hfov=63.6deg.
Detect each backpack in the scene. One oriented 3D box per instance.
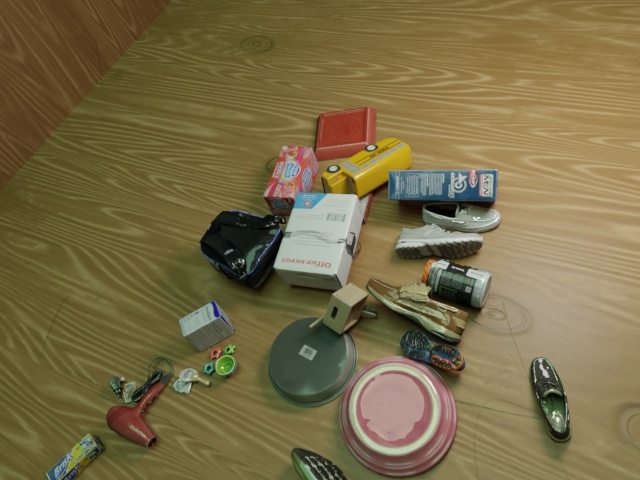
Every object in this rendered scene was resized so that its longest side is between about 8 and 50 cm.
[{"bbox_3d":[-0.276,0.021,1.816,0.263,0.213,0.277,25,61,21],"label":"backpack"}]

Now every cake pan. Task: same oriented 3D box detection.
[{"bbox_3d":[-0.033,0.362,1.601,0.293,0.054,0.293,-9,54,12],"label":"cake pan"}]

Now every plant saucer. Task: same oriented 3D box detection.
[{"bbox_3d":[0.208,0.473,1.430,0.331,0.084,0.332,-8,55,12],"label":"plant saucer"},{"bbox_3d":[0.097,-0.449,2.117,0.258,0.048,0.259,-5,56,15],"label":"plant saucer"}]

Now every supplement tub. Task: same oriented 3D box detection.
[{"bbox_3d":[0.414,0.127,1.578,0.190,0.117,0.117,17,64,26],"label":"supplement tub"}]

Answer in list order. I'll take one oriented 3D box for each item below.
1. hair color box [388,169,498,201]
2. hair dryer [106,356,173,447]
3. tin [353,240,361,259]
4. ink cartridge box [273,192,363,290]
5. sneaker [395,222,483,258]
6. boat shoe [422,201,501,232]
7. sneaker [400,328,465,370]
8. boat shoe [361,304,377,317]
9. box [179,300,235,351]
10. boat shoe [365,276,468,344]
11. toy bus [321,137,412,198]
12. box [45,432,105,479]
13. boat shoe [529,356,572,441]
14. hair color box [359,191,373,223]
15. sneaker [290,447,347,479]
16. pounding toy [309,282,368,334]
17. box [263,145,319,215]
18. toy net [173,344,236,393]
[{"bbox_3d":[0.417,-0.187,1.744,0.347,0.174,0.105,2,98,20],"label":"hair color box"},{"bbox_3d":[-0.578,0.523,1.649,0.223,0.080,0.294,-23,53,1],"label":"hair dryer"},{"bbox_3d":[0.048,0.025,1.817,0.189,0.040,0.106,-5,51,15],"label":"tin"},{"bbox_3d":[0.000,0.000,1.745,0.223,0.129,0.308,5,60,21],"label":"ink cartridge box"},{"bbox_3d":[0.387,-0.012,1.689,0.281,0.105,0.115,0,57,18],"label":"sneaker"},{"bbox_3d":[0.468,-0.085,1.725,0.258,0.084,0.095,-1,56,17],"label":"boat shoe"},{"bbox_3d":[0.323,0.329,1.497,0.221,0.087,0.083,22,77,47],"label":"sneaker"},{"bbox_3d":[0.120,0.215,1.657,0.137,0.049,0.043,9,58,28],"label":"boat shoe"},{"bbox_3d":[-0.377,0.287,1.717,0.137,0.126,0.072,-28,51,-3],"label":"box"},{"bbox_3d":[0.295,0.189,1.562,0.324,0.122,0.120,29,88,22],"label":"boat shoe"},{"bbox_3d":[0.167,-0.252,1.878,0.332,0.108,0.130,-32,45,-21],"label":"toy bus"},{"bbox_3d":[-0.765,0.690,1.611,0.169,0.054,0.059,-45,55,-13],"label":"box"},{"bbox_3d":[0.608,0.406,1.352,0.080,0.073,0.224,-9,55,12],"label":"boat shoe"},{"bbox_3d":[0.144,-0.132,1.887,0.071,0.043,0.141,6,58,21],"label":"hair color box"},{"bbox_3d":[0.008,0.719,1.303,0.182,0.158,0.410,-46,49,6],"label":"sneaker"},{"bbox_3d":[0.056,0.216,1.582,0.100,0.141,0.130,31,29,23],"label":"pounding toy"},{"bbox_3d":[-0.108,-0.231,1.985,0.128,0.123,0.257,6,59,20],"label":"box"},{"bbox_3d":[-0.382,0.417,1.680,0.232,0.045,0.122,-21,53,3],"label":"toy net"}]
